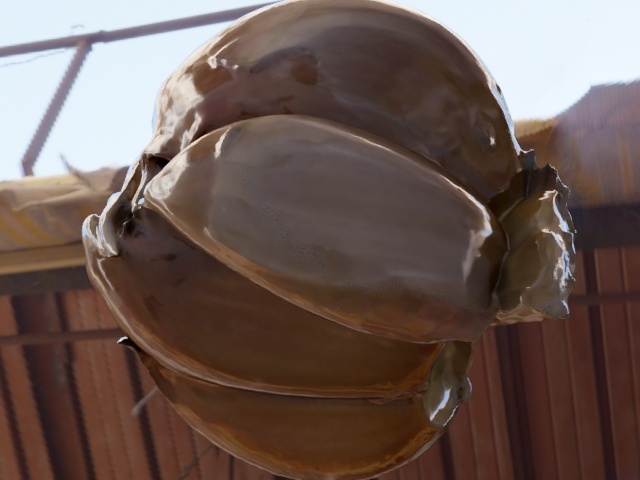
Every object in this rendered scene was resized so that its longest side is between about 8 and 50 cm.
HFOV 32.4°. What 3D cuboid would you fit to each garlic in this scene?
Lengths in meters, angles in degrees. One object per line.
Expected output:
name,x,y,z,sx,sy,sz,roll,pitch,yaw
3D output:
garlic,0.000,0.000,0.495,0.191,0.160,0.214,18,-31,0
